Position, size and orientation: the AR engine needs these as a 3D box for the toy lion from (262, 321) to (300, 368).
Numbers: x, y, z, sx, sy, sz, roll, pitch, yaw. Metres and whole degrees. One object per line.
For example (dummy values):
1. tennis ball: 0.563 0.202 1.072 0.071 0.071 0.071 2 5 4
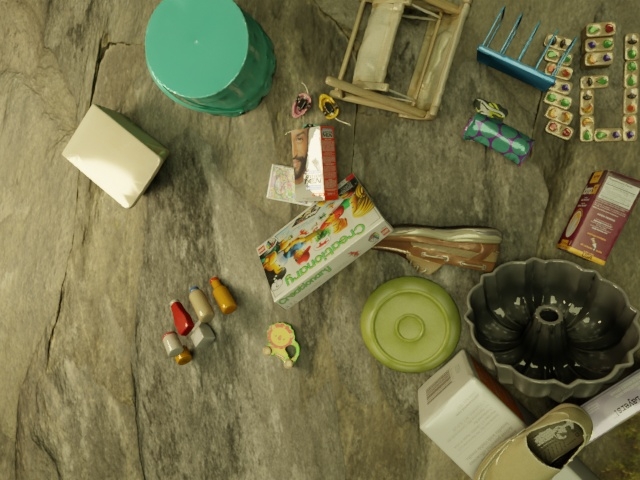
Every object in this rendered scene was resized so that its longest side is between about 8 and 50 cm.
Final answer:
1. toy lion: -0.093 0.258 1.298 0.100 0.034 0.096 30 91 7

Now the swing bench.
1. swing bench: 0.170 -0.418 1.138 0.255 0.165 0.253 17 96 3

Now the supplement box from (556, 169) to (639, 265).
1. supplement box: 0.599 -0.050 1.113 0.081 0.104 0.188 24 97 8

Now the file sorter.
1. file sorter: 0.435 -0.408 1.100 0.170 0.118 0.104 29 104 11

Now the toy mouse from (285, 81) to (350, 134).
1. toy mouse: -0.024 -0.295 1.242 0.143 0.031 0.161 -36 83 19

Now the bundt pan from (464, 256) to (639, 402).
1. bundt pan: 0.469 0.192 1.070 0.331 0.330 0.124 -5 131 10

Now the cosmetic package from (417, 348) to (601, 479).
1. cosmetic package: 0.429 0.471 1.117 0.453 0.230 0.161 44 99 4

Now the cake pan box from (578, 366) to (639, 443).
1. cake pan box: 0.610 0.338 1.070 0.246 0.267 0.070 -36 61 10

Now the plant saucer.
1. plant saucer: 0.214 0.206 1.234 0.241 0.037 0.240 1 94 9

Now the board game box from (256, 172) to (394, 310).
1. board game box: 0.000 0.000 1.192 0.305 0.053 0.193 -38 43 10

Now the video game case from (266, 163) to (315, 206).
1. video game case: -0.067 -0.136 1.273 0.122 0.011 0.087 11 96 9

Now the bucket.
1. bucket: -0.255 -0.433 1.197 0.282 0.183 0.280 1 94 10

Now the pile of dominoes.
1. pile of dominoes: 0.593 -0.341 1.126 0.196 0.040 0.250 -1 93 10

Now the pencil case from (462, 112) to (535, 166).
1. pencil case: 0.397 -0.227 1.157 0.152 0.064 0.070 28 136 6

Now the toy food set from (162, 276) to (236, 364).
1. toy food set: -0.325 0.200 1.302 0.232 0.111 0.104 -50 54 20

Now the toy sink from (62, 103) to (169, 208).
1. toy sink: -0.482 -0.200 1.282 0.234 0.131 0.152 37 99 11

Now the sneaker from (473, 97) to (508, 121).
1. sneaker: 0.387 -0.299 1.174 0.083 0.031 0.035 41 58 19

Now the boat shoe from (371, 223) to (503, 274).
1. boat shoe: 0.244 0.023 1.176 0.325 0.123 0.116 2 97 12

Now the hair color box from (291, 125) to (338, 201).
1. hair color box: -0.014 -0.174 1.192 0.093 0.053 0.167 1 96 42

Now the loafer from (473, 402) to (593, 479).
1. loafer: 0.383 0.400 0.949 0.268 0.092 0.102 -46 64 4
